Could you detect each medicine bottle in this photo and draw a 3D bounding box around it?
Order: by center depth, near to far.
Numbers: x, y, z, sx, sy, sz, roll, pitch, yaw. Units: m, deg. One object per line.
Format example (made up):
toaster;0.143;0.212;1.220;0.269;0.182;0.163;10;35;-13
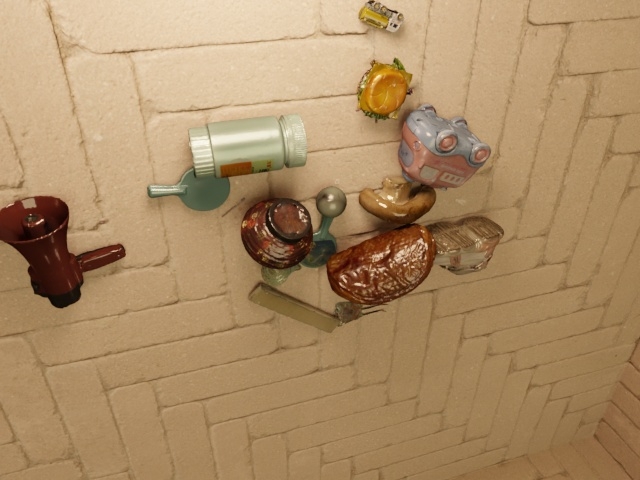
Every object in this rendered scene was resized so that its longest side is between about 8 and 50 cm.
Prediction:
medicine bottle;-0.209;-0.267;1.396;0.318;0.158;0.158;-9;124;-14

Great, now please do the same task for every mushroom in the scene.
mushroom;0.282;-0.121;1.667;0.286;0.151;0.156;-6;124;-16

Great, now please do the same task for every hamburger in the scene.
hamburger;0.183;-0.451;1.457;0.164;0.093;0.189;21;114;-31

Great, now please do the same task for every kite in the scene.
kite;0.161;0.283;1.968;0.229;0.016;0.127;-7;126;-12

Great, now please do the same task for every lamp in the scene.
lamp;-0.137;-0.021;1.544;0.247;0.247;0.247;-9;124;-14
lamp;0.034;-0.125;1.605;0.105;0.105;0.105;-9;124;-14

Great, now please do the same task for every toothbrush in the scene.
toothbrush;-0.278;-0.105;1.567;0.097;0.006;0.008;-38;124;6

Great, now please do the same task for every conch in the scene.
conch;-0.136;0.093;1.678;0.135;0.153;0.102;-17;100;3

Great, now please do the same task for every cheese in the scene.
cheese;-0.089;0.263;1.850;0.400;0.034;0.085;30;112;-31

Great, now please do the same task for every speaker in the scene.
speaker;-0.751;0.024;1.433;0.259;0.198;0.329;-50;153;-34

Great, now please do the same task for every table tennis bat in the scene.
table tennis bat;-0.394;-0.154;1.478;0.244;0.040;0.153;-6;122;-21
table tennis bat;0.000;0.000;1.717;0.149;0.038;0.237;7;121;-23

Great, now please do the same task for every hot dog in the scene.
hot dog;0.214;0.079;1.692;0.388;0.267;0.174;-22;125;10

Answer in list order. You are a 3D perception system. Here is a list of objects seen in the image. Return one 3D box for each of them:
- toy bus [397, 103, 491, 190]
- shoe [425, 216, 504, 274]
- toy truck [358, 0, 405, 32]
toy bus;0.378;-0.278;1.585;0.294;0.197;0.231;11;127;-27
shoe;0.516;0.048;1.846;0.351;0.172;0.198;-10;127;-11
toy truck;0.169;-0.624;1.367;0.123;0.052;0.063;12;121;-25
